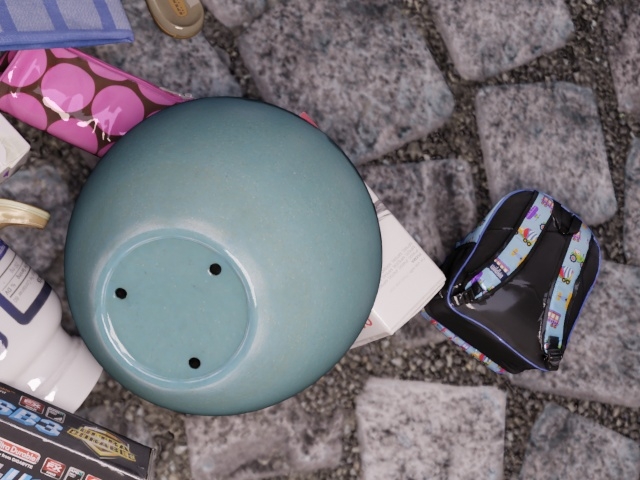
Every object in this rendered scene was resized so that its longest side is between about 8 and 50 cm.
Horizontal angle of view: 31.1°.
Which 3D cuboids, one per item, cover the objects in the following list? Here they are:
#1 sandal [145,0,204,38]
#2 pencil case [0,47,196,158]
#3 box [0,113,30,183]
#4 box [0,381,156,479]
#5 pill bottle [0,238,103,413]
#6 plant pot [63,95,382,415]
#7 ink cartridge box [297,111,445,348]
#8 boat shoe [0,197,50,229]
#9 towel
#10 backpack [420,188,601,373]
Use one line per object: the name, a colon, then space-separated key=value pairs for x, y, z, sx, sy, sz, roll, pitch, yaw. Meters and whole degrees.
sandal: x=-0.176 y=-0.298 z=1.210 sx=0.072 sy=0.049 sz=0.180 roll=-31 pitch=91 yaw=-22
pencil case: x=-0.219 y=-0.136 z=1.143 sx=0.209 sy=0.095 sz=0.098 roll=23 pitch=104 yaw=-14
box: x=-0.409 y=-0.181 z=1.097 sx=0.324 sy=0.067 sz=0.063 roll=48 pitch=68 yaw=-4
box: x=-0.333 y=0.249 z=0.967 sx=0.295 sy=0.073 sz=0.293 roll=25 pitch=102 yaw=-12
pill bottle: x=-0.328 y=0.063 z=1.024 sx=0.265 sy=0.153 sz=0.153 roll=47 pitch=69 yaw=-15
plant pot: x=-0.100 y=0.033 z=0.987 sx=0.290 sy=0.195 sz=0.290 roll=2 pitch=104 yaw=8
ink cartridge box: x=0.000 y=0.000 z=1.155 sx=0.218 sy=0.158 sz=0.092 roll=47 pitch=66 yaw=-5
boat shoe: x=-0.330 y=-0.019 z=1.106 sx=0.135 sy=0.050 sz=0.045 roll=7 pitch=81 yaw=-8
towel: x=-0.319 y=-0.304 z=1.114 sx=0.209 sy=0.034 sz=0.285 roll=-14 pitch=72 yaw=-43
backpack: x=0.211 y=0.039 z=1.243 sx=0.158 sy=0.117 sz=0.173 roll=34 pitch=71 yaw=-10
